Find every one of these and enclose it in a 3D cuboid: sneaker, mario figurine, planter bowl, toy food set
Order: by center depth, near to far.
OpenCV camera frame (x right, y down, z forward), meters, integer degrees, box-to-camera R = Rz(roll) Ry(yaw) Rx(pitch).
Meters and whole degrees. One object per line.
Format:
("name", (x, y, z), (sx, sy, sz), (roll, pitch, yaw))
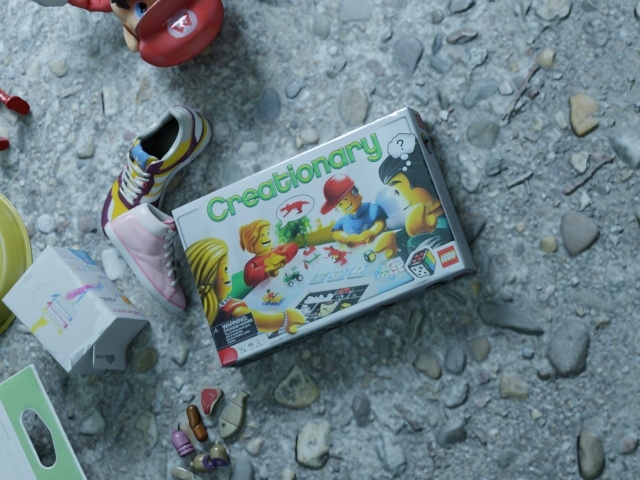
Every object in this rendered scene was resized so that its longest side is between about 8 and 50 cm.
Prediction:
("toy food set", (-0.134, 0.220, 1.669), (0.078, 0.019, 0.122), (18, 91, 20))
("mario figurine", (-0.232, -0.333, 1.672), (0.320, 0.170, 0.198), (50, 136, 25))
("sneaker", (-0.182, 0.017, 1.674), (0.070, 0.051, 0.134), (-35, 97, 9))
("sneaker", (-0.206, -0.080, 1.689), (0.069, 0.084, 0.185), (37, 98, 19))
("planter bowl", (-0.469, 0.028, 1.772), (0.217, 0.090, 0.217), (-2, 84, 20))

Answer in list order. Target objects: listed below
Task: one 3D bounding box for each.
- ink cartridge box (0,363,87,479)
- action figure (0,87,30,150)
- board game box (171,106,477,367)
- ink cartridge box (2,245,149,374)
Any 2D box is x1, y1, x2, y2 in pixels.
("ink cartridge box", (-0.392, 0.276, 1.740), (0.235, 0.056, 0.171), (-31, 76, 12))
("action figure", (-0.504, -0.220, 1.787), (0.280, 0.139, 0.091), (34, 96, 22))
("board game box", (0.000, 0.000, 1.623), (0.305, 0.053, 0.193), (-23, 77, 17))
("ink cartridge box", (-0.278, 0.088, 1.696), (0.143, 0.092, 0.090), (44, 99, 17))
